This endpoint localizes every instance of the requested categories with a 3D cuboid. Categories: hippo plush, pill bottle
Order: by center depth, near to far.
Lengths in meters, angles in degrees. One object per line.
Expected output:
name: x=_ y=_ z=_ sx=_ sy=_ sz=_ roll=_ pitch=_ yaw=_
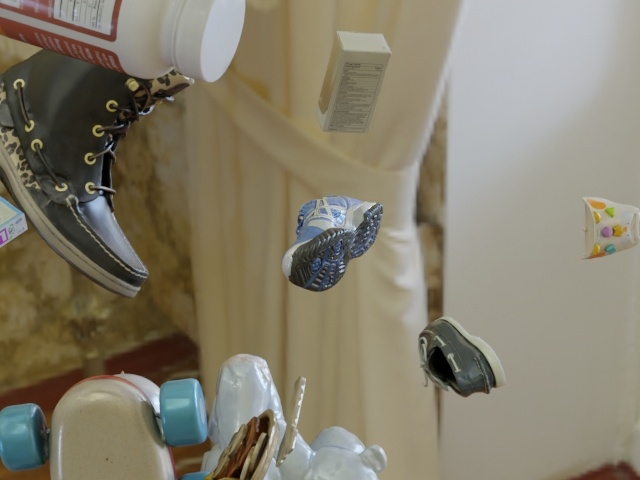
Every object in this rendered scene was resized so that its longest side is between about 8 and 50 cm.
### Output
pill bottle: x=-0.182 y=-0.212 z=1.160 sx=0.216 sy=0.121 sz=0.121 roll=19 pitch=35 yaw=14
hippo plush: x=-0.032 y=0.281 z=1.757 sx=0.237 sy=0.234 sz=0.294 roll=10 pitch=6 yaw=-6

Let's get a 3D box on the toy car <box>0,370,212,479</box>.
toy car: x=-0.226 y=0.240 z=1.519 sx=0.219 sy=0.210 sz=0.238 roll=-10 pitch=8 yaw=2

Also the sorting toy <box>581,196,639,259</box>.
sorting toy: x=0.383 y=-0.015 z=1.724 sx=0.075 sy=0.083 sz=0.045 roll=-5 pitch=11 yaw=-17

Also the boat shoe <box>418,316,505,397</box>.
boat shoe: x=0.192 y=0.182 z=1.980 sx=0.079 sy=0.095 sz=0.254 roll=-22 pitch=18 yaw=-13

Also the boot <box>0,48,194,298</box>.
boot: x=-0.290 y=-0.139 z=1.792 sx=0.284 sy=0.138 sz=0.377 roll=-41 pitch=71 yaw=5

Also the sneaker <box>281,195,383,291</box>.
sneaker: x=0.000 y=0.000 z=1.599 sx=0.081 sy=0.080 sz=0.211 roll=21 pitch=25 yaw=19

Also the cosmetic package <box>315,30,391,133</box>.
cosmetic package: x=0.037 y=-0.180 z=1.511 sx=0.060 sy=0.115 sz=0.041 roll=2 pitch=40 yaw=-18

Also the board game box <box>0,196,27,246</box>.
board game box: x=-0.418 y=-0.030 z=1.476 sx=0.154 sy=0.026 sz=0.103 roll=33 pitch=54 yaw=29

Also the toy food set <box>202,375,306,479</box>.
toy food set: x=-0.080 y=0.209 z=1.207 sx=0.039 sy=0.192 sz=0.132 roll=29 pitch=29 yaw=-11
